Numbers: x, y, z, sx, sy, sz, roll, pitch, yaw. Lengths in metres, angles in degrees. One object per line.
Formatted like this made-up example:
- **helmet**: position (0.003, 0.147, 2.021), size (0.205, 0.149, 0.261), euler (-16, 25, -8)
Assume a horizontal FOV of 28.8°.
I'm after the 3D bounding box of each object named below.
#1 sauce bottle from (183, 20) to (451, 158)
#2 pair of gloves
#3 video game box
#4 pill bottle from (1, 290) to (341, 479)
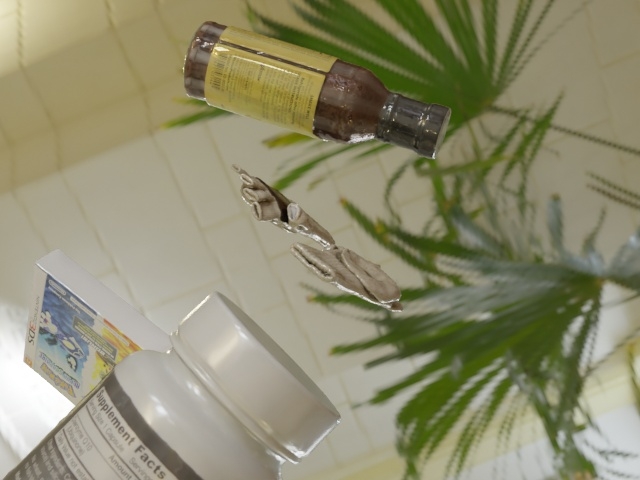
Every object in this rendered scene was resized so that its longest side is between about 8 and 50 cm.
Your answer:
- **sauce bottle**: position (-0.005, -0.187, 1.612), size (0.111, 0.344, 0.111), euler (20, -90, -80)
- **pair of gloves**: position (0.000, 0.000, 1.559), size (0.240, 0.042, 0.204), euler (44, -170, 37)
- **video game box**: position (-0.277, 0.138, 1.534), size (0.205, 0.048, 0.187), euler (35, 136, 19)
- **pill bottle**: position (-0.164, 0.233, 1.154), size (0.204, 0.361, 0.204), euler (45, 179, 1)
